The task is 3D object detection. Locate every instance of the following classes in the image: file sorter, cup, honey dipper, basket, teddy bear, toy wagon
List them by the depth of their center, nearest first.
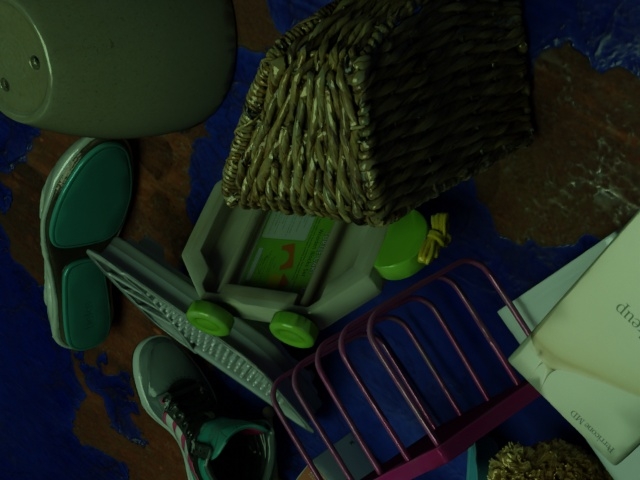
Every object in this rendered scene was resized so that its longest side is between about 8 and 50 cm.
[{"bbox_3d":[0.048,-0.162,1.405,0.223,0.299,0.213,9,116,41],"label":"basket"},{"bbox_3d":[0.243,0.399,1.569,0.245,0.113,0.338,35,109,9],"label":"teddy bear"},{"bbox_3d":[0.097,0.167,1.576,0.182,0.202,0.291,58,147,7],"label":"file sorter"},{"bbox_3d":[0.000,0.000,1.580,0.344,0.267,0.068,6,151,32],"label":"toy wagon"},{"bbox_3d":[-0.306,-0.263,1.739,0.331,0.237,0.331,22,125,34],"label":"cup"},{"bbox_3d":[-0.070,0.313,1.970,0.030,0.030,0.160,13,118,39],"label":"honey dipper"}]

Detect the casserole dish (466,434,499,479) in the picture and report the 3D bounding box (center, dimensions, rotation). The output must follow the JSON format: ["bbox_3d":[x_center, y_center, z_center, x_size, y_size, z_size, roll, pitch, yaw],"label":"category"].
[{"bbox_3d":[0.201,0.322,1.671,0.037,0.114,0.188,0,116,1],"label":"casserole dish"}]

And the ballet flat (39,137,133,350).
[{"bbox_3d":[-0.366,-0.015,2.022,0.139,0.139,0.400,33,132,27],"label":"ballet flat"}]

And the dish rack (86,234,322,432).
[{"bbox_3d":[-0.141,0.115,1.828,0.333,0.072,0.285,33,166,28],"label":"dish rack"}]

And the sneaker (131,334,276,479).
[{"bbox_3d":[-0.160,0.260,1.933,0.295,0.124,0.178,62,150,-1],"label":"sneaker"}]

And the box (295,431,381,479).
[{"bbox_3d":[0.024,0.370,1.865,0.130,0.091,0.170,47,136,15],"label":"box"}]

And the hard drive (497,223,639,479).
[{"bbox_3d":[0.349,0.157,1.478,0.307,0.040,0.203,55,137,6],"label":"hard drive"}]

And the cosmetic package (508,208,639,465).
[{"bbox_3d":[0.346,0.057,1.335,0.160,0.113,0.309,44,123,15],"label":"cosmetic package"}]
